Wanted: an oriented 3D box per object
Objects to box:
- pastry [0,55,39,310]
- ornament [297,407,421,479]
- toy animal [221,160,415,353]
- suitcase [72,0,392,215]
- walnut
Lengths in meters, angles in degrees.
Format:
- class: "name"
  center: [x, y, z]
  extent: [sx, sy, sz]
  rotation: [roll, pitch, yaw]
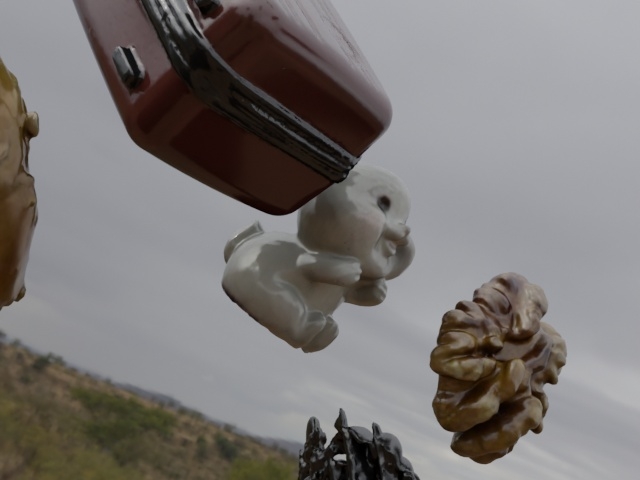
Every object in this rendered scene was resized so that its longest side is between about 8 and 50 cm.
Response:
- class: "pastry"
  center: [-0.307, -0.025, 0.495]
  extent: [0.184, 0.315, 0.285]
  rotation: [29, 29, 34]
- class: "ornament"
  center: [0.032, 0.253, 0.785]
  extent: [0.106, 0.260, 0.251]
  rotation: [3, -38, -13]
- class: "toy animal"
  center: [-0.008, 0.001, 0.903]
  extent: [0.179, 0.193, 0.127]
  rotation: [31, -1, 36]
- class: "suitcase"
  center: [-0.085, -0.183, 0.793]
  extent: [0.236, 0.161, 0.297]
  rotation: [27, 28, -51]
- class: "walnut"
  center: [0.159, 0.107, 0.781]
  extent: [0.069, 0.170, 0.142]
  rotation: [-3, -53, 42]
